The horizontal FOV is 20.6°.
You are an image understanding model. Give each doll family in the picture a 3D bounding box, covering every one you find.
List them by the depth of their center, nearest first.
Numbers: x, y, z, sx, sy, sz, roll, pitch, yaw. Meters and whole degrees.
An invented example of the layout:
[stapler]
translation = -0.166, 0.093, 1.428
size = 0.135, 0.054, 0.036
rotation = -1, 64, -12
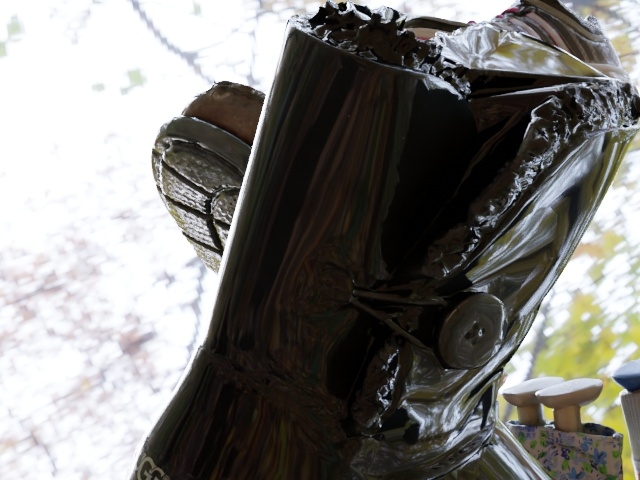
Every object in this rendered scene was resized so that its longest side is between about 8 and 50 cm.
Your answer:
[doll family]
translation = 0.099, 0.149, 0.913
size = 0.263, 0.118, 0.163
rotation = -1, -80, 52

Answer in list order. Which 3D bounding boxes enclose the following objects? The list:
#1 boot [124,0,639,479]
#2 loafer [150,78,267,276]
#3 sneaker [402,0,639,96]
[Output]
[boot]
translation = 0.060, 0.043, 0.578
size = 0.094, 0.246, 0.207
rotation = 40, -71, 53
[loafer]
translation = 0.000, 0.000, 0.819
size = 0.096, 0.267, 0.084
rotation = 24, -112, 29
[sneaker]
translation = 0.110, -0.114, 1.054
size = 0.063, 0.170, 0.074
rotation = -52, -140, 48
